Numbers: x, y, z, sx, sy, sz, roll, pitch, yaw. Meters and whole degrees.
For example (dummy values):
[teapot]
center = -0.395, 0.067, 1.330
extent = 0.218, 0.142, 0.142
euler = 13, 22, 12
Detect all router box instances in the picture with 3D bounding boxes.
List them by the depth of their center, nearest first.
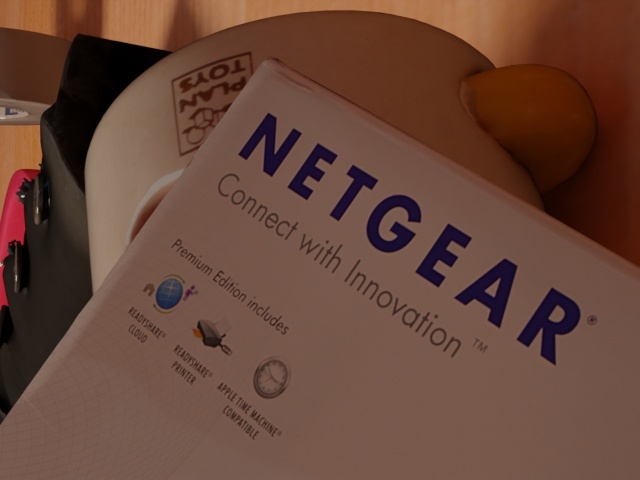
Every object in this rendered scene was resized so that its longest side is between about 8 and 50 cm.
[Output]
[router box]
center = 0.023, 0.152, 0.322
extent = 0.335, 0.082, 0.301
euler = 34, 88, 38

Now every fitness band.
[fitness band]
center = -0.335, 0.057, 1.524
extent = 0.209, 0.054, 0.291
euler = -111, 33, -48

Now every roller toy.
[roller toy]
center = 0.000, 0.000, 0.565
extent = 0.209, 0.191, 0.146
euler = 127, 139, -53

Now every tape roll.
[tape roll]
center = -0.353, -0.166, 1.367
extent = 0.219, 0.219, 0.072
euler = 176, 95, -67

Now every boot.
[boot]
center = -0.193, 0.110, 1.094
extent = 0.445, 0.146, 0.367
euler = -60, 37, 39
